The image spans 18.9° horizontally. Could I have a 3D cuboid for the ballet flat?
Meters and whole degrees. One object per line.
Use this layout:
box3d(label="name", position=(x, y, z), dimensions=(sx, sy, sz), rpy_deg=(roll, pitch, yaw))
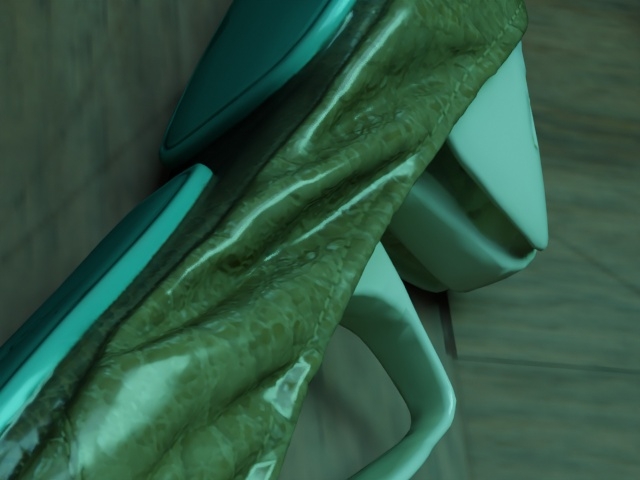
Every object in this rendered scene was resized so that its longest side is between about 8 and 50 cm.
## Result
box3d(label="ballet flat", position=(0.000, 0.000, 0.567), dimensions=(0.124, 0.116, 0.342), rpy_deg=(43, 49, -15))
